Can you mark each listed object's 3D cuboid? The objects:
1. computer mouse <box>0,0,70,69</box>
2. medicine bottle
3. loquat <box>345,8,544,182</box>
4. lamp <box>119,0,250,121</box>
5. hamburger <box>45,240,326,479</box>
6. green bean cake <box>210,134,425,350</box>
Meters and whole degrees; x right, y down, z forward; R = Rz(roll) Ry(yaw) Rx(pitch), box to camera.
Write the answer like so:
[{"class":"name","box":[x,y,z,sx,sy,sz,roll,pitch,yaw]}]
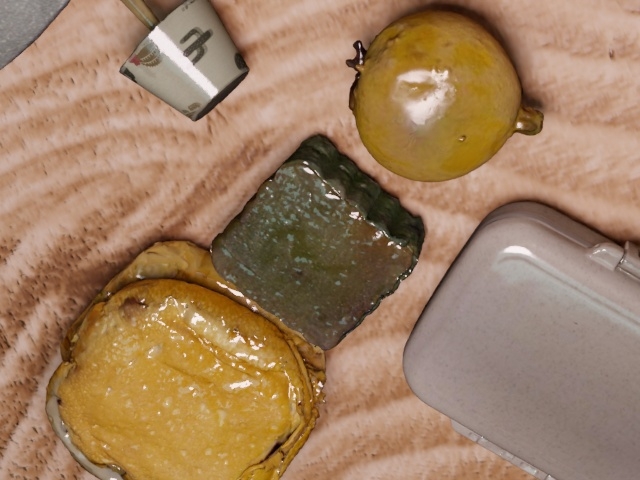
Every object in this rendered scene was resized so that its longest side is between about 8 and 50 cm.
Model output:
[{"class":"computer mouse","box":[-0.316,-0.297,1.640,0.203,0.114,0.374,37,115,-3]},{"class":"medicine bottle","box":[0.289,0.135,1.773,0.375,0.123,0.282,30,119,-1]},{"class":"loquat","box":[0.123,-0.141,1.673,0.204,0.149,0.172,10,113,-4]},{"class":"lamp","box":[-0.172,-0.225,1.724,0.121,0.121,0.214,-41,91,26]},{"class":"hamburger","box":[-0.150,0.164,1.874,0.319,0.158,0.318,5,115,11]},{"class":"green bean cake","box":[0.000,0.000,1.797,0.181,0.094,0.173,38,118,-6]}]
